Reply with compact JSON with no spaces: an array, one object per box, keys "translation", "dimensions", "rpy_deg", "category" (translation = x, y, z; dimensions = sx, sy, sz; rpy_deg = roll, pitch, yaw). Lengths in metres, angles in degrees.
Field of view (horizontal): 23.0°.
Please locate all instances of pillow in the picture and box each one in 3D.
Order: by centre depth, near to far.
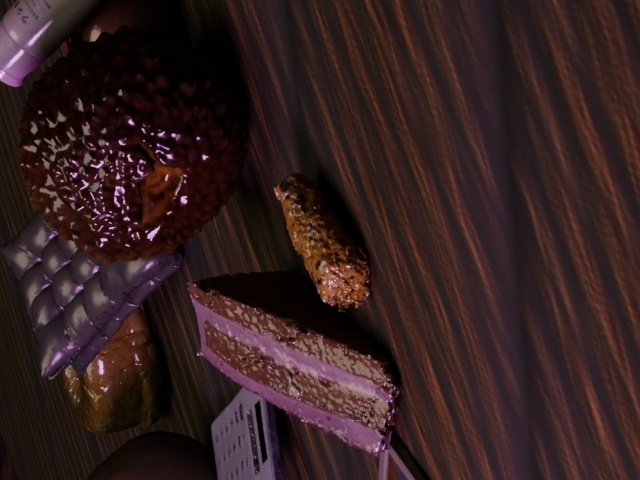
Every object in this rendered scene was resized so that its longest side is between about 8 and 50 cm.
[{"translation":[-0.320,0.022,2.192],"dimensions":[0.326,0.101,0.228],"rpy_deg":[-42,65,37],"category":"pillow"}]

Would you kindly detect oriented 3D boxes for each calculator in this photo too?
[{"translation":[-0.092,0.267,1.976],"dimensions":[0.262,0.021,0.161],"rpy_deg":[125,140,-61],"category":"calculator"}]

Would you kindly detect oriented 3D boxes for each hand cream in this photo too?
[{"translation":[-0.268,-0.307,1.785],"dimensions":[0.312,0.070,0.111],"rpy_deg":[-42,55,19],"category":"hand cream"}]

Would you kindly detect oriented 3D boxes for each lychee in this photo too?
[{"translation":[-0.215,-0.114,1.731],"dimensions":[0.267,0.267,0.267],"rpy_deg":[50,149,45],"category":"lychee"}]

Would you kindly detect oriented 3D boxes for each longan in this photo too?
[{"translation":[-0.219,0.395,2.159],"dimensions":[0.258,0.258,0.258],"rpy_deg":[50,149,45],"category":"longan"}]

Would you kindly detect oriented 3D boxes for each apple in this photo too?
[{"translation":[-0.240,-0.252,1.871],"dimensions":[0.153,0.120,0.153],"rpy_deg":[49,147,47],"category":"apple"}]

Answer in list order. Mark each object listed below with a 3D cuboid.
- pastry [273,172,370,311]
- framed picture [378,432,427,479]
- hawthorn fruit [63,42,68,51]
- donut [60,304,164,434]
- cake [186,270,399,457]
[{"translation":[0.000,0.000,1.562],"dimensions":[0.140,0.056,0.080],"rpy_deg":[54,163,35],"category":"pastry"},{"translation":[0.120,0.334,1.574],"dimensions":[0.250,0.016,0.184],"rpy_deg":[52,151,43],"category":"framed picture"},{"translation":[-0.305,-0.290,2.076],"dimensions":[0.093,0.081,0.081],"rpy_deg":[-87,1,-46],"category":"hawthorn fruit"},{"translation":[-0.328,0.169,2.394],"dimensions":[0.208,0.128,0.261],"rpy_deg":[8,113,65],"category":"donut"},{"translation":[-0.013,0.119,1.657],"dimensions":[0.295,0.112,0.116],"rpy_deg":[30,127,44],"category":"cake"}]
